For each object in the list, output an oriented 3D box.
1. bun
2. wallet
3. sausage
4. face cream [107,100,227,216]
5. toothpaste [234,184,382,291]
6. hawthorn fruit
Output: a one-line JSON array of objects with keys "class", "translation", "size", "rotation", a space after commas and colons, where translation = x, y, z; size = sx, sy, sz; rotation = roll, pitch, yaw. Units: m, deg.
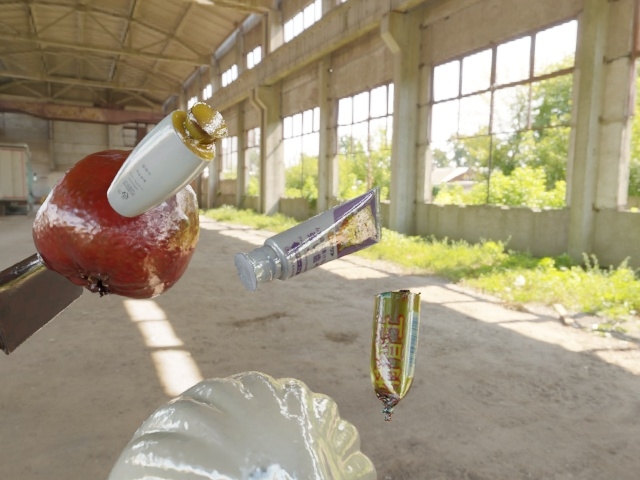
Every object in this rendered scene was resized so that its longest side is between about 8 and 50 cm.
[{"class": "bun", "translation": [-0.040, 0.222, 0.378], "size": [0.263, 0.263, 0.175], "rotation": [-2, -30, -32]}, {"class": "wallet", "translation": [-0.600, 0.106, 0.998], "size": [0.049, 0.182, 0.229], "rotation": [15, 31, 13]}, {"class": "sausage", "translation": [0.176, 0.282, 1.168], "size": [0.117, 0.317, 0.125], "rotation": [22, -22, -36]}, {"class": "face cream", "translation": [-0.183, -0.089, 0.547], "size": [0.182, 0.072, 0.051], "rotation": [-32, 5, 31]}, {"class": "toothpaste", "translation": [0.000, 0.000, 0.804], "size": [0.299, 0.114, 0.073], "rotation": [-23, 29, -31]}, {"class": "hawthorn fruit", "translation": [-0.345, -0.046, 0.863], "size": [0.265, 0.307, 0.265], "rotation": [8, -36, 6]}]
